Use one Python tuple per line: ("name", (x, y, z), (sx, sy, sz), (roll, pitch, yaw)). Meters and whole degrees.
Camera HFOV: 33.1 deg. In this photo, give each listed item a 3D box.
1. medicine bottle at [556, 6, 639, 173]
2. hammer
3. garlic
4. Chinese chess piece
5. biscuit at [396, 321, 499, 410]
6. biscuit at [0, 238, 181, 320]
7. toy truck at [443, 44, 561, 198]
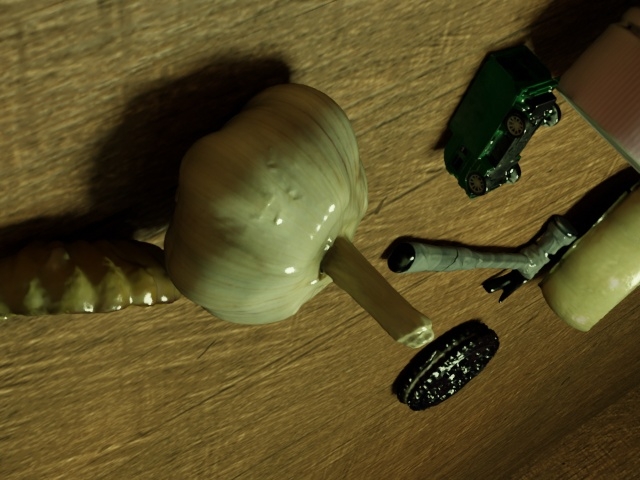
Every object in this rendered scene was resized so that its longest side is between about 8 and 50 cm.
("medicine bottle", (0.420, -0.197, 1.064), (0.325, 0.256, 0.256), (-46, 156, 14))
("hammer", (0.212, 0.018, 1.429), (0.152, 0.044, 0.427), (-47, 154, 21))
("garlic", (0.000, 0.000, 0.827), (0.199, 0.226, 0.199), (-47, 158, -25))
("Chinese chess piece", (0.460, 0.019, 1.657), (0.270, 0.112, 0.270), (-40, 167, -11))
("biscuit", (0.206, 0.205, 1.739), (0.194, 0.053, 0.194), (-32, 155, -17))
("biscuit", (-0.176, 0.028, 0.837), (0.118, 0.061, 0.183), (-4, 180, 36))
("toy truck", (0.181, -0.114, 1.091), (0.065, 0.079, 0.147), (-21, 150, -38))
